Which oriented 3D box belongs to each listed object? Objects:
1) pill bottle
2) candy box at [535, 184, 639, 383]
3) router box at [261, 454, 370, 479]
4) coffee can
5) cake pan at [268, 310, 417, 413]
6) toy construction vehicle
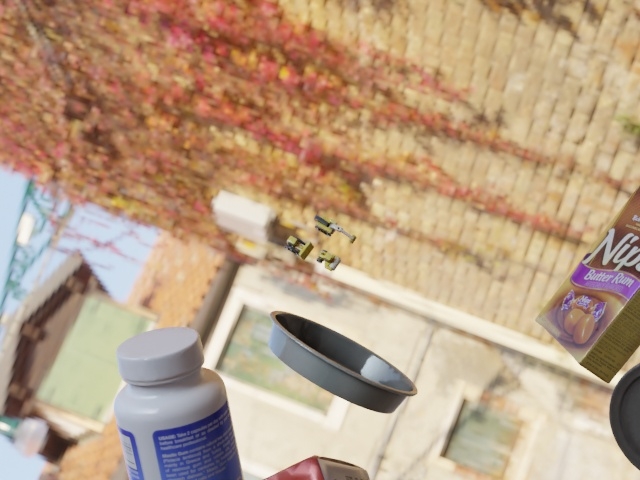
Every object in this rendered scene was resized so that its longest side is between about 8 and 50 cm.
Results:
[{"bbox_3d":[-0.190,0.260,1.614,0.152,0.152,0.272,-46,-50,-65],"label":"pill bottle"},{"bbox_3d":[0.316,0.042,1.254,0.186,0.053,0.109,-53,26,8],"label":"candy box"},{"bbox_3d":[-0.058,0.370,0.866,0.082,0.301,0.335,28,-143,-56],"label":"router box"},{"bbox_3d":[0.591,0.235,1.871,0.275,0.202,0.201,-23,-46,-54],"label":"coffee can"},{"bbox_3d":[0.030,0.216,2.122,0.054,0.293,0.293,-62,-10,6],"label":"cake pan"},{"bbox_3d":[0.000,0.000,2.050,0.086,0.098,0.035,-51,-19,-17],"label":"toy construction vehicle"}]
